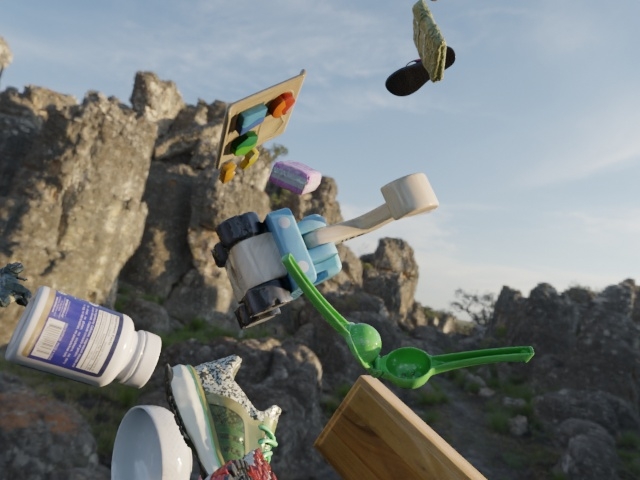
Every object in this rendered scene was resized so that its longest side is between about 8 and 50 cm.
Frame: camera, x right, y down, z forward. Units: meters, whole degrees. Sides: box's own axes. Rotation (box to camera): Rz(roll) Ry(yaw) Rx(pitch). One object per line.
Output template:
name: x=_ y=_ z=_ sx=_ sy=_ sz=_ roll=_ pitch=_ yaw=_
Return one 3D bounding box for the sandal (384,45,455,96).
sandal: x=0.229 y=-0.394 z=1.237 sx=0.067 sy=0.179 sz=0.040 roll=62 pitch=-2 yaw=-37

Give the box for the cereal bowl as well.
cereal bowl: x=-0.469 y=0.646 z=1.526 sx=0.141 sy=0.338 sz=0.339 roll=13 pitch=-7 yaw=-40

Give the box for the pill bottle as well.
pill bottle: x=-0.338 y=0.149 z=0.775 sx=0.187 sy=0.112 sz=0.112 roll=28 pitch=-14 yaw=-29

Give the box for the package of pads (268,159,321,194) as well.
package of pads: x=-0.031 y=-0.083 z=0.695 sx=0.050 sy=0.032 sz=0.083 roll=26 pitch=13 yaw=6

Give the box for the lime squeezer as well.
lime squeezer: x=0.081 y=0.117 z=0.611 sx=0.310 sy=0.058 sz=0.110 roll=22 pitch=-46 yaw=-9

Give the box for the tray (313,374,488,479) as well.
tray: x=0.185 y=0.496 z=1.113 sx=0.411 sy=0.202 sz=0.076 roll=38 pitch=9 yaw=35

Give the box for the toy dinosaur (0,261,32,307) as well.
toy dinosaur: x=-0.699 y=0.128 z=1.232 sx=0.118 sy=0.064 sz=0.268 roll=47 pitch=-9 yaw=-28

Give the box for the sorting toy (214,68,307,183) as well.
sorting toy: x=-0.144 y=-0.240 z=1.216 sx=0.041 sy=0.229 sz=0.307 roll=48 pitch=-29 yaw=8

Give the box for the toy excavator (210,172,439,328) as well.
toy excavator: x=0.000 y=0.000 z=1.241 sx=0.445 sy=0.222 sz=0.433 roll=-20 pitch=-11 yaw=-21

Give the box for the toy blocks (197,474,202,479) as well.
toy blocks: x=-0.217 y=0.720 z=1.464 sx=0.289 sy=0.260 sz=0.309 roll=37 pitch=-2 yaw=7

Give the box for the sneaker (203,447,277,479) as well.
sneaker: x=-0.080 y=0.230 z=0.440 sx=0.093 sy=0.088 sz=0.225 roll=-28 pitch=-25 yaw=-5

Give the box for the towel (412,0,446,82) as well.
towel: x=0.200 y=-0.364 z=0.987 sx=0.027 sy=0.110 sz=0.148 roll=-24 pitch=-12 yaw=4

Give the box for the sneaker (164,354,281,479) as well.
sneaker: x=-0.135 y=0.375 z=0.969 sx=0.182 sy=0.410 sz=0.158 roll=-23 pitch=-24 yaw=-25
